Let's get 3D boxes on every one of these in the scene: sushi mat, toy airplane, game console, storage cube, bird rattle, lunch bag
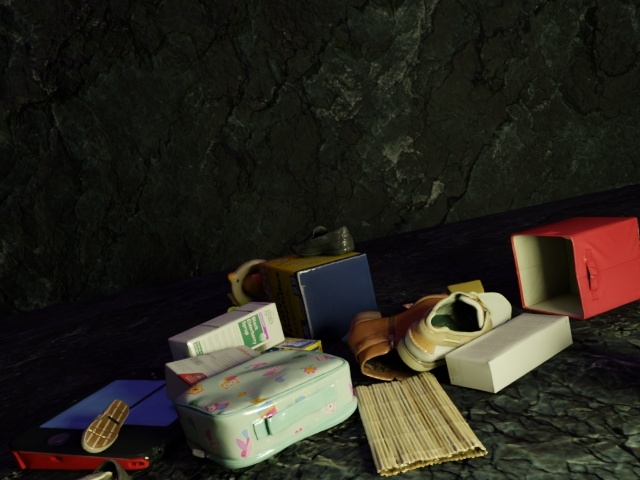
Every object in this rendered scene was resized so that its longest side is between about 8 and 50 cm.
[{"bbox_3d":[0.141,0.278,0.959,0.152,0.019,0.316,-13,7,-1],"label":"sushi mat"},{"bbox_3d":[0.292,0.168,1.562,0.151,0.028,0.151,-12,5,1],"label":"toy airplane"},{"bbox_3d":[-0.368,0.340,1.205,0.342,0.060,0.386,-10,8,23],"label":"game console"},{"bbox_3d":[0.575,0.053,1.350,0.193,0.183,0.215,-14,7,-21],"label":"storage cube"},{"bbox_3d":[-0.179,0.156,1.870,0.254,0.206,0.143,-21,25,1],"label":"bird rattle"},{"bbox_3d":[-0.090,0.277,1.013,0.279,0.107,0.224,-18,10,-36],"label":"lunch bag"}]

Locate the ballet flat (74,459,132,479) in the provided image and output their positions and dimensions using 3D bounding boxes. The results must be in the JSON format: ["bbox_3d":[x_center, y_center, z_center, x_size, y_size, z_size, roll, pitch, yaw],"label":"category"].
[{"bbox_3d":[-0.320,0.364,0.744,0.096,0.096,0.280,-11,7,9],"label":"ballet flat"}]

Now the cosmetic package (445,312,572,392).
[{"bbox_3d":[0.343,0.197,1.085,0.239,0.060,0.099,-17,6,-35],"label":"cosmetic package"}]

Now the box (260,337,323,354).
[{"bbox_3d":[-0.070,0.257,1.371,0.059,0.054,0.169,-19,10,-43],"label":"box"}]

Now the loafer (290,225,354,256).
[{"bbox_3d":[0.000,0.000,1.611,0.076,0.078,0.223,-17,8,-42],"label":"loafer"}]

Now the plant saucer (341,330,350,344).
[{"bbox_3d":[0.149,0.222,1.420,0.192,0.018,0.067,-8,8,24],"label":"plant saucer"}]

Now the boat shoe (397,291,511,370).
[{"bbox_3d":[0.282,0.156,1.157,0.302,0.113,0.103,-19,-33,-41],"label":"boat shoe"}]

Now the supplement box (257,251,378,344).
[{"bbox_3d":[-0.016,0.141,1.646,0.196,0.194,0.357,-14,7,-20],"label":"supplement box"}]

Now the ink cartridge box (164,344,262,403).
[{"bbox_3d":[-0.192,0.270,1.161,0.175,0.072,0.128,-8,14,-36],"label":"ink cartridge box"}]

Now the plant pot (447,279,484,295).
[{"bbox_3d":[0.349,0.151,1.409,0.082,0.081,0.083,-12,17,4],"label":"plant pot"}]

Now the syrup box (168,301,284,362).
[{"bbox_3d":[-0.203,0.218,1.331,0.237,0.093,0.096,-21,11,-39],"label":"syrup box"}]

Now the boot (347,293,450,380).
[{"bbox_3d":[0.197,0.195,1.219,0.284,0.108,0.220,-1,14,-2],"label":"boot"}]

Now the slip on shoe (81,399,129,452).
[{"bbox_3d":[-0.376,0.325,1.038,0.041,0.051,0.135,-45,10,14],"label":"slip on shoe"}]
